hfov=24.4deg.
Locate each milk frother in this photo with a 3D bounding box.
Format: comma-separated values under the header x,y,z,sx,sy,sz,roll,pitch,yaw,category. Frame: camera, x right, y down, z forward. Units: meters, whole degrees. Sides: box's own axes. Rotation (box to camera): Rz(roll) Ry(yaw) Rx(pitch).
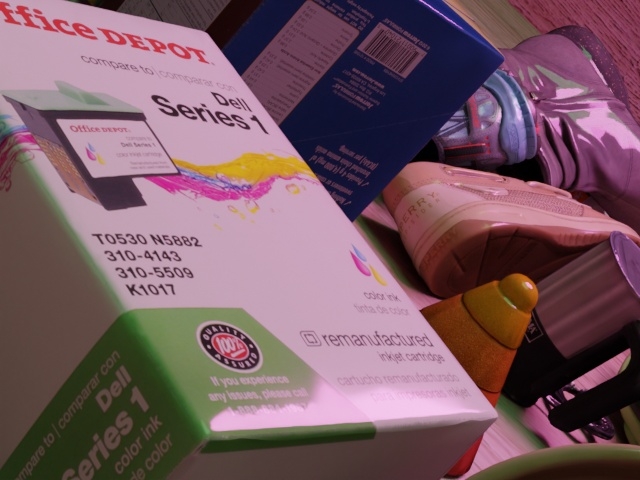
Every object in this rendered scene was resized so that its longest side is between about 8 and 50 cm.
x,y,z,sx,sy,sz,roll,pitch,yaw,category
0.220,0.083,1.168,0.143,0.135,0.129,8,53,-58,milk frother

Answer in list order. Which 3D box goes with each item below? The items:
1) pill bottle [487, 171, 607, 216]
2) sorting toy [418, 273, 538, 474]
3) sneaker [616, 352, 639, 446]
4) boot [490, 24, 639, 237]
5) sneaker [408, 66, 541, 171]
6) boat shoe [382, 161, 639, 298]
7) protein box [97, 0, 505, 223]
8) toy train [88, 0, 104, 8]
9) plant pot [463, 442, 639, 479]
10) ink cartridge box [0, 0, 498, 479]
x,y,z,sx,sy,sz,roll,pitch,yaw,category
0.255,-0.044,1.611,0.152,0.086,0.086,47,18,14,pill bottle
0.000,0.000,0.916,0.365,0.126,0.127,37,19,-21,sorting toy
0.357,0.155,1.189,0.185,0.202,0.483,43,18,-4,sneaker
0.264,-0.062,1.475,0.338,0.118,0.223,52,38,13,boot
0.087,-0.119,1.372,0.262,0.125,0.104,22,-50,63,sneaker
0.183,-0.007,1.320,0.341,0.121,0.110,15,33,-53,boat shoe
-0.026,-0.126,1.017,0.200,0.201,0.136,25,26,-44,protein box
-0.049,-0.173,1.210,0.334,0.142,0.190,32,33,-35,toy train
0.115,0.211,0.617,0.237,0.237,0.109,47,-17,12,plant pot
-0.083,0.016,0.683,0.201,0.117,0.278,4,42,-51,ink cartridge box
